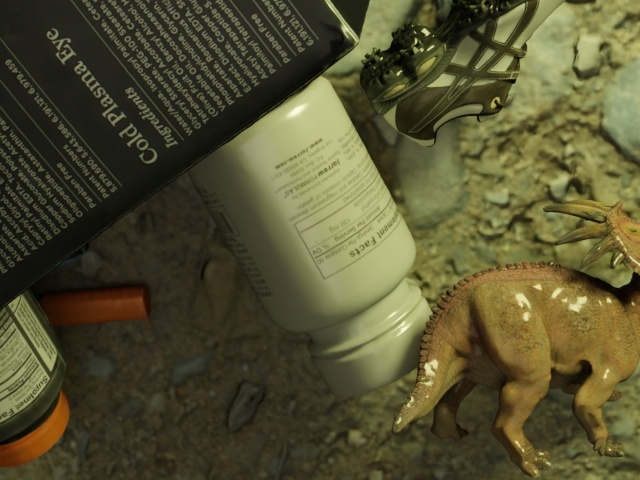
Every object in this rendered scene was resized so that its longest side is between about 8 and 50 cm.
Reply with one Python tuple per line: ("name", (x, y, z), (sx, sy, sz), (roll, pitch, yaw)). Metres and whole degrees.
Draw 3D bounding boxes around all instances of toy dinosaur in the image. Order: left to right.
("toy dinosaur", (0.172, 0.058, 1.055), (0.295, 0.127, 0.200), (-9, 106, -18))

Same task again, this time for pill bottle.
("pill bottle", (-0.283, 0.074, 1.083), (0.130, 0.130, 0.246), (-12, 133, 9))
("pill bottle", (0.000, 0.000, 1.078), (0.131, 0.131, 0.229), (-26, 103, 13))

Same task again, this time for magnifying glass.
("magnifying glass", (-0.260, 0.062, 1.180), (0.230, 0.026, 0.092), (-6, 107, 6))

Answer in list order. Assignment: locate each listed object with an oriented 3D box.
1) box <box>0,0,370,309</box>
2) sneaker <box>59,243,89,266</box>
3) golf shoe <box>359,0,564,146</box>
("box", (-0.139, -0.142, 0.935), (0.312, 0.343, 0.179), (-36, 103, 14))
("sneaker", (-0.270, -0.043, 1.124), (0.188, 0.067, 0.078), (36, 114, -3))
("golf shoe", (0.129, -0.148, 1.057), (0.198, 0.077, 0.094), (-31, 117, 18))
